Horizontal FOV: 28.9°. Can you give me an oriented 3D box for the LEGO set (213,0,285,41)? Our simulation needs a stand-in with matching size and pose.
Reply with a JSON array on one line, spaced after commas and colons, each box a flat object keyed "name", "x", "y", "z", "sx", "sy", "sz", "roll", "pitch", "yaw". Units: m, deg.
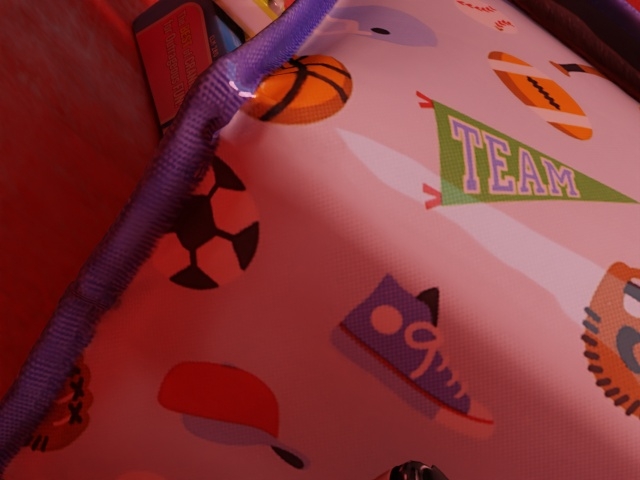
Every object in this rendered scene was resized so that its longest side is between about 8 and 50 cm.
[{"name": "LEGO set", "x": -0.007, "y": -0.149, "z": 0.781, "sx": 0.287, "sy": 0.107, "sz": 0.132, "roll": 55, "pitch": 18, "yaw": -8}]

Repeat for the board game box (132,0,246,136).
[{"name": "board game box", "x": 0.000, "y": 0.000, "z": 0.831, "sx": 0.242, "sy": 0.064, "sz": 0.317, "roll": 36, "pitch": 27, "yaw": -49}]

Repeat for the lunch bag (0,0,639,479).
[{"name": "lunch bag", "x": 0.093, "y": 0.016, "z": 0.571, "sx": 0.328, "sy": 0.239, "sz": 0.385, "roll": 37, "pitch": 28, "yaw": -3}]

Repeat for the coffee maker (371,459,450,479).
[{"name": "coffee maker", "x": -0.014, "y": 0.170, "z": 0.338, "sx": 0.120, "sy": 0.178, "sz": 0.171, "roll": 28, "pitch": 37, "yaw": -63}]
